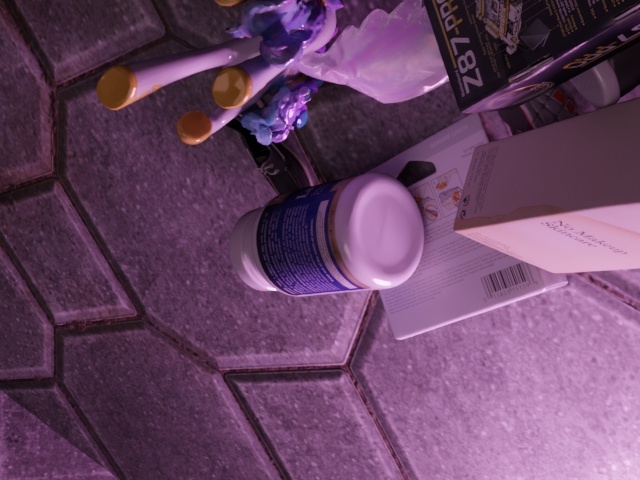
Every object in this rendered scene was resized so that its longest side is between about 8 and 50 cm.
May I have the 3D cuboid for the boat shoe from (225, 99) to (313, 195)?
[{"bbox_3d":[-0.083,-0.122,1.321,0.075,0.065,0.206,-17,111,42],"label":"boat shoe"}]

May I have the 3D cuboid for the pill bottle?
[{"bbox_3d":[0.000,0.000,1.243,0.264,0.153,0.153,-10,115,48],"label":"pill bottle"}]

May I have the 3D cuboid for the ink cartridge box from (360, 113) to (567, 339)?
[{"bbox_3d":[0.170,-0.013,1.213,0.275,0.060,0.239,-26,78,47],"label":"ink cartridge box"}]

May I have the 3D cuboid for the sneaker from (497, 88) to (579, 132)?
[{"bbox_3d":[0.243,-0.155,1.057,0.158,0.061,0.065,46,165,1],"label":"sneaker"}]

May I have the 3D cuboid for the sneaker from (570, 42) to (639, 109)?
[{"bbox_3d":[0.270,-0.281,0.906,0.296,0.146,0.104,63,-179,21],"label":"sneaker"}]

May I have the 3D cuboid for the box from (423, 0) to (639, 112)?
[{"bbox_3d":[0.191,-0.350,0.773,0.318,0.097,0.395,-27,78,51],"label":"box"}]

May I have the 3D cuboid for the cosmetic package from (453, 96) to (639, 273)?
[{"bbox_3d":[0.292,-0.046,0.930,0.160,0.113,0.309,21,169,-19],"label":"cosmetic package"}]

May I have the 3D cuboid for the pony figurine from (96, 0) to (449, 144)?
[{"bbox_3d":[-0.028,-0.247,1.023,0.351,0.363,0.303,-33,91,32],"label":"pony figurine"}]
